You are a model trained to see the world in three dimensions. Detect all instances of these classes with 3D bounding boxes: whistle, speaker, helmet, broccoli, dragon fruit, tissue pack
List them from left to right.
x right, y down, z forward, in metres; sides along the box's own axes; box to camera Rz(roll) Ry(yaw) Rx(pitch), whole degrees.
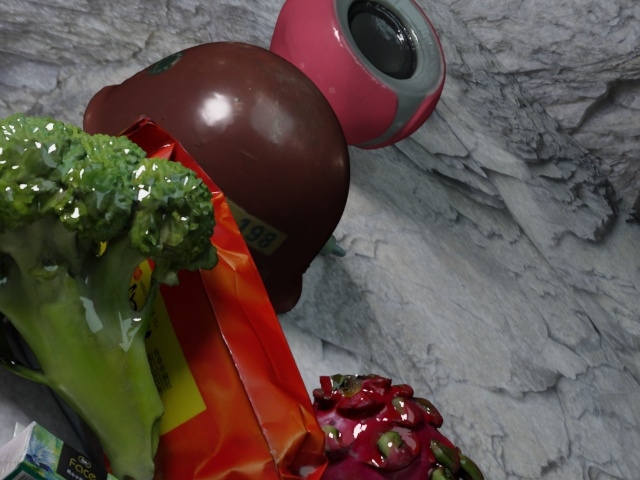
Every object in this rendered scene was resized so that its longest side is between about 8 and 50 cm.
[{"bbox_3d":[-0.225,0.209,0.986,0.111,0.085,0.079,40,27,-24],"label":"tissue pack"},{"bbox_3d":[-0.210,0.020,1.049,0.302,0.254,0.186,39,2,-16],"label":"broccoli"},{"bbox_3d":[-0.083,-0.107,1.468,0.385,0.230,0.338,38,29,-26],"label":"helmet"},{"bbox_3d":[0.000,0.000,1.688,0.100,0.035,0.035,32,32,-39],"label":"whistle"},{"bbox_3d":[0.052,-0.287,1.872,0.294,0.294,0.294,39,29,-27],"label":"speaker"},{"bbox_3d":[0.083,0.266,1.328,0.272,0.218,0.198,34,68,-44],"label":"dragon fruit"}]

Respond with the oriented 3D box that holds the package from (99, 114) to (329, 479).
[{"bbox_3d":[-0.141,0.102,1.138,0.123,0.196,0.424,21,38,-58],"label":"package"}]
